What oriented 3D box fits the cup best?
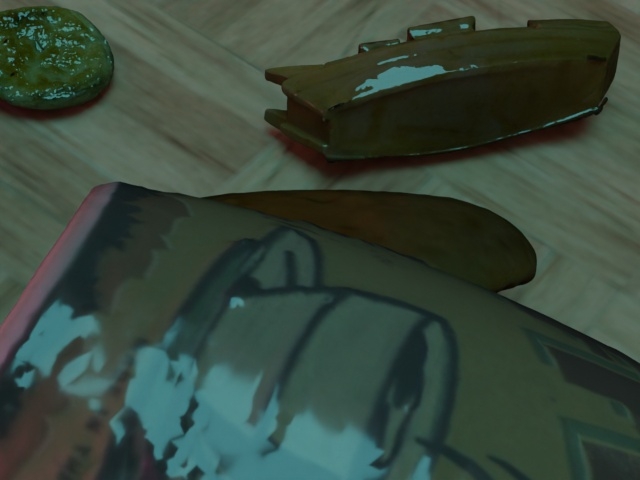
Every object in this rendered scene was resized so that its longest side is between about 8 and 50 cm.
[{"bbox_3d":[0.005,0.090,0.451,0.257,0.227,0.301,36,10,-8],"label":"cup"}]

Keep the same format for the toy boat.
[{"bbox_3d":[0.070,-0.092,0.734,0.206,0.064,0.072,-9,38,-14],"label":"toy boat"}]

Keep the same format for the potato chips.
[{"bbox_3d":[0.000,0.000,0.612,0.202,0.049,0.150,-2,8,2],"label":"potato chips"}]

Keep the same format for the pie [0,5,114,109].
[{"bbox_3d":[-0.158,-0.101,0.739,0.084,0.021,0.084,6,50,-7],"label":"pie"}]
